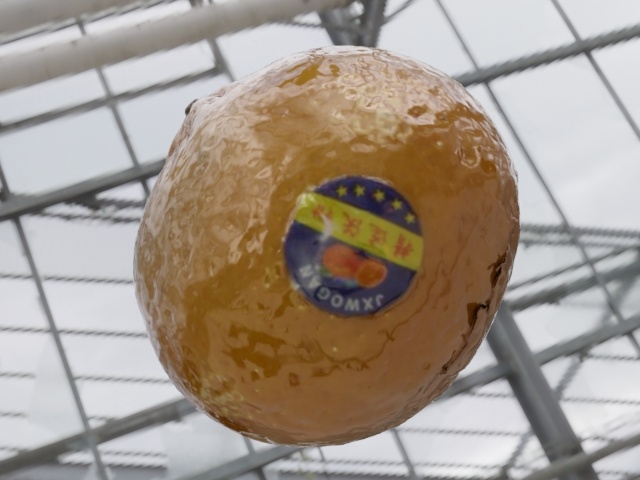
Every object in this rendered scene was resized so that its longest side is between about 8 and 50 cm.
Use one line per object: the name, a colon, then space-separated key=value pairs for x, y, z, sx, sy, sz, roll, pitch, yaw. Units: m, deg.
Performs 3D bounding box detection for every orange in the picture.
orange: x=0.001 y=0.003 z=0.645 sx=0.193 sy=0.219 sz=0.219 roll=21 pitch=-32 yaw=3
